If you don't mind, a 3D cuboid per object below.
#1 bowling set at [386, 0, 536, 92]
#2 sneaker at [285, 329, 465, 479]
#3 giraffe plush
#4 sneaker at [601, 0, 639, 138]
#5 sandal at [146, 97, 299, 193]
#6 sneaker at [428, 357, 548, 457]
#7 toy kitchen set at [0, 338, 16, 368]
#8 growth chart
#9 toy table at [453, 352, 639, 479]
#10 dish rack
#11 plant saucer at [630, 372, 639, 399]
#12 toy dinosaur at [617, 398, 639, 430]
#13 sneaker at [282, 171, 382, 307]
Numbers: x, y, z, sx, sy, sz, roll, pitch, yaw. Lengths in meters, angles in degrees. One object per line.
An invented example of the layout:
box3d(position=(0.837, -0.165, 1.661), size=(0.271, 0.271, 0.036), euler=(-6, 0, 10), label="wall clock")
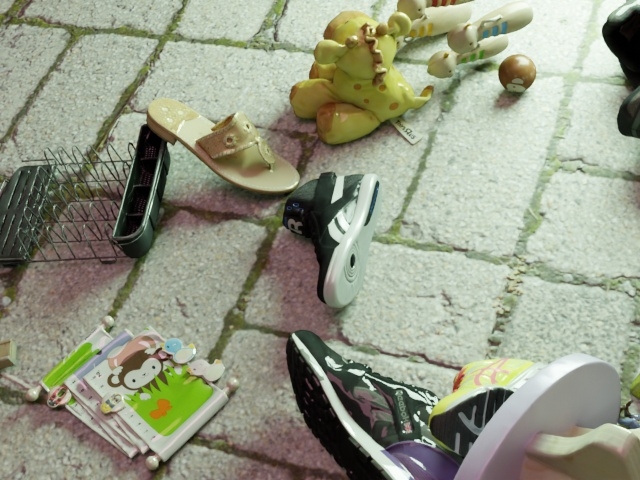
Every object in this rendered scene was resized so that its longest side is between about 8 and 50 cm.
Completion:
box3d(position=(0.203, -0.286, 1.477), size=(0.154, 0.287, 0.200), euler=(-24, 78, -15), label="bowling set")
box3d(position=(0.070, 0.199, 1.202), size=(0.124, 0.107, 0.283), euler=(-23, 53, -23), label="sneaker")
box3d(position=(0.053, -0.242, 1.488), size=(0.210, 0.170, 0.181), euler=(28, 64, 31), label="giraffe plush")
box3d(position=(0.484, -0.320, 1.428), size=(0.202, 0.185, 0.483), euler=(6, 53, 15), label="sneaker")
box3d(position=(-0.134, -0.149, 1.474), size=(0.240, 0.079, 0.088), euler=(28, 48, 10), label="sandal")
box3d(position=(0.172, 0.174, 1.157), size=(0.094, 0.081, 0.208), euler=(18, 18, 39), label="sneaker")
box3d(position=(-0.446, 0.155, 1.371), size=(0.083, 0.075, 0.068), euler=(-16, 51, 8), label="toy kitchen set")
box3d(position=(-0.230, 0.181, 1.330), size=(0.237, 0.021, 0.172), euler=(24, 61, 29), label="growth chart")
box3d(position=(0.257, 0.246, 1.028), size=(0.161, 0.252, 0.274), euler=(19, 69, 46), label="toy table")
box3d(position=(-0.350, -0.059, 1.516), size=(0.271, 0.074, 0.208), euler=(-3, 51, 13), label="dish rack")
box3d(position=(0.467, 0.133, 1.165), size=(0.188, 0.045, 0.188), euler=(29, 65, 32), label="plant saucer")
box3d(position=(0.357, 0.208, 1.153), size=(0.082, 0.047, 0.090), euler=(48, 116, 22), label="toy dinosaur")
box3d(position=(0.000, 0.000, 1.381), size=(0.121, 0.079, 0.217), euler=(2, 45, 20), label="sneaker")
